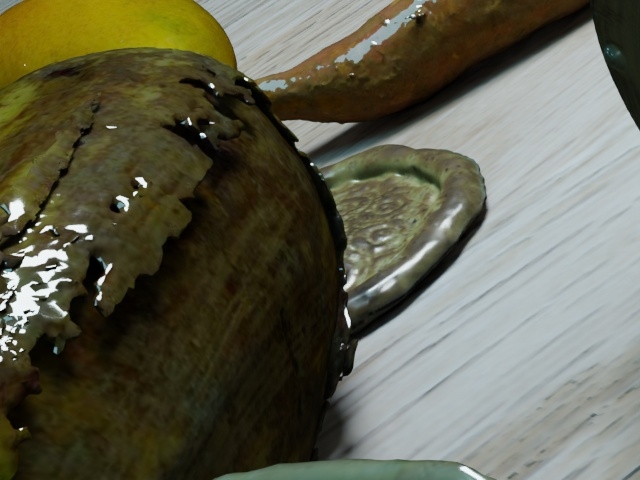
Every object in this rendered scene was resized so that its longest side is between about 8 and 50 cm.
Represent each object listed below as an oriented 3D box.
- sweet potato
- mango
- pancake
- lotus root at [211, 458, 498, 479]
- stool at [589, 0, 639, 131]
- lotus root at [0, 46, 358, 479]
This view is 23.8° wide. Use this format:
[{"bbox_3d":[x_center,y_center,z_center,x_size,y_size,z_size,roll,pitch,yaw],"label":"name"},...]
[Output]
[{"bbox_3d":[0.094,-0.140,0.913,0.314,0.066,0.072,-29,-10,1],"label":"sweet potato"},{"bbox_3d":[-0.145,-0.104,1.039,0.254,0.139,0.175,12,52,49],"label":"mango"},{"bbox_3d":[0.000,0.000,0.789,0.191,0.020,0.184,-13,28,35],"label":"pancake"},{"bbox_3d":[-0.028,0.156,0.330,0.119,0.138,0.235,-5,31,35],"label":"lotus root"},{"bbox_3d":[0.249,-0.115,0.530,0.264,0.179,0.179,-35,23,-15],"label":"stool"},{"bbox_3d":[-0.089,0.046,0.559,0.179,0.195,0.397,-10,27,16],"label":"lotus root"}]
